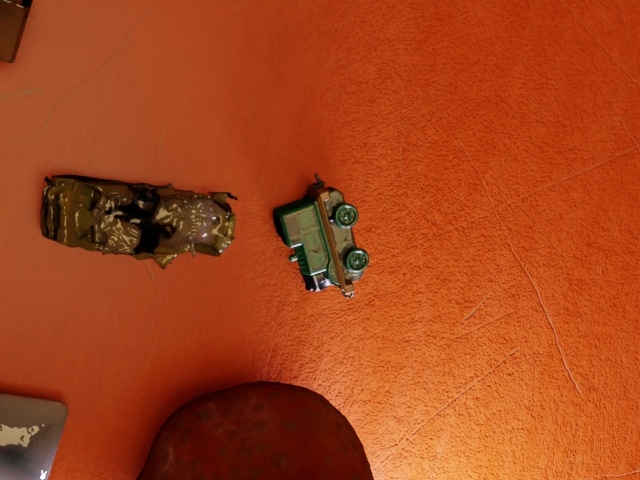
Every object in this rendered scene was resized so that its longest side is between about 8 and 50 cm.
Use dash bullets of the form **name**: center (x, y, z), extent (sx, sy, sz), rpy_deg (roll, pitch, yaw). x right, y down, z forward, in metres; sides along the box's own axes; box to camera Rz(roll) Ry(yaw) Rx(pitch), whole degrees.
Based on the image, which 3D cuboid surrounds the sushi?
- **sushi**: center (-0.264, -0.020, 1.070), extent (0.291, 0.131, 0.139), rpy_deg (4, 95, -33)

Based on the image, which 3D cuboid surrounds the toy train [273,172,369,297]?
- **toy train**: center (0.000, 0.000, 1.218), extent (0.136, 0.091, 0.227), rpy_deg (-16, 107, -11)

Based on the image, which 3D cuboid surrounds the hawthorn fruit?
- **hawthorn fruit**: center (-0.082, 0.416, 1.085), extent (0.403, 0.403, 0.402), rpy_deg (-4, 100, -24)

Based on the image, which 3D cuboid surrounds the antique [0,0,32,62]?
- **antique**: center (-0.531, -0.326, 0.898), extent (0.310, 0.093, 0.087), rpy_deg (15, 118, -25)

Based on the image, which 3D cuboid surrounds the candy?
- **candy**: center (-0.474, 0.291, 1.052), extent (0.174, 0.071, 0.138), rpy_deg (17, 91, -26)
